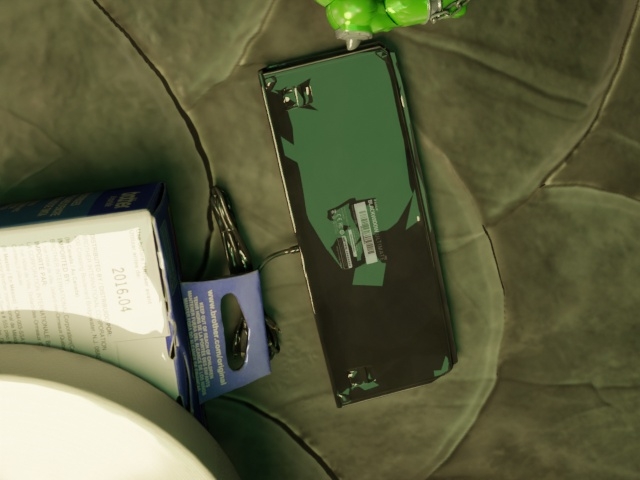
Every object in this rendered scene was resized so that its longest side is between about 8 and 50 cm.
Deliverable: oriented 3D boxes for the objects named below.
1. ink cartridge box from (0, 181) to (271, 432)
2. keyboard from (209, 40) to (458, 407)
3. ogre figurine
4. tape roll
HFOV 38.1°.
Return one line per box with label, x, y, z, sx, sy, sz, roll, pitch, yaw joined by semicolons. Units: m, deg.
ink cartridge box;-0.240;0.107;0.755;0.395;0.151;0.270;-7;104;-2
keyboard;0.000;0.000;0.823;0.202;0.033;0.317;-14;103;-4
ogre figurine;0.025;-0.238;0.741;0.118;0.097;0.197;-42;121;-14
tape roll;-0.232;0.270;0.682;0.392;0.072;0.392;-1;102;-6
